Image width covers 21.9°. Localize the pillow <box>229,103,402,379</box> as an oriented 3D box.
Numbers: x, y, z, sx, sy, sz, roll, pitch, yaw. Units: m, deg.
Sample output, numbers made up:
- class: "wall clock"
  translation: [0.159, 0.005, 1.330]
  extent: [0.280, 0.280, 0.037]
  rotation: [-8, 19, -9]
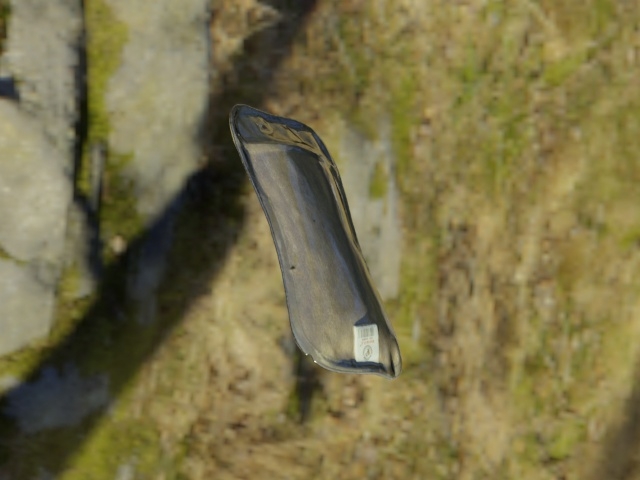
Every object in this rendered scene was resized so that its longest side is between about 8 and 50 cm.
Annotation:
- class: "pillow"
  translation: [-0.001, 0.000, 1.197]
  extent: [0.130, 0.033, 0.217]
  rotation: [12, 52, -54]
